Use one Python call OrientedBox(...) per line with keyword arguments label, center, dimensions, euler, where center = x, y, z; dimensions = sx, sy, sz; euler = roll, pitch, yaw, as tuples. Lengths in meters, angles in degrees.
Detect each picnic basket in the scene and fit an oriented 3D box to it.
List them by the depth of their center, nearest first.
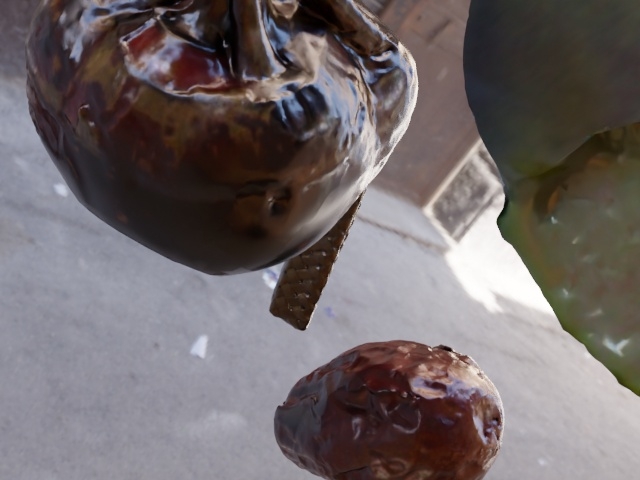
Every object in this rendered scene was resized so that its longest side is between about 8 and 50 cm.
OrientedBox(label="picnic basket", center=(0.000, 0.000, 0.978), dimensions=(0.055, 0.193, 0.110), euler=(25, 16, 2))

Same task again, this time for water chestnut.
OrientedBox(label="water chestnut", center=(-0.074, -0.113, 0.675), dimensions=(0.289, 0.244, 0.289), euler=(19, 10, -4))

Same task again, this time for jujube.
OrientedBox(label="jujube", center=(0.075, 0.207, 1.035), dimensions=(0.197, 0.290, 0.197), euler=(11, 74, -42))

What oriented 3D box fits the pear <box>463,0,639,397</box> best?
OrientedBox(label="pear", center=(0.276, -0.083, 0.397), dimensions=(0.399, 0.399, 0.165), euler=(43, 36, 17))
